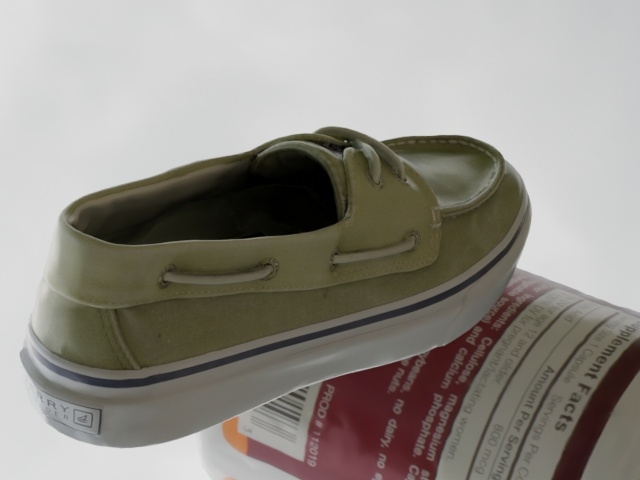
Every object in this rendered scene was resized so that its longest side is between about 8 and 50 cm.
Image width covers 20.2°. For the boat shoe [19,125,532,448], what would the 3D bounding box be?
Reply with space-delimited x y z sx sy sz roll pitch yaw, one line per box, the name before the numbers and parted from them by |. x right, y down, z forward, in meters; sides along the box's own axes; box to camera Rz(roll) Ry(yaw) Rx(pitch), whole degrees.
boat shoe | 0.000 0.000 0.795 0.302 0.109 0.094 -25 -43 -45

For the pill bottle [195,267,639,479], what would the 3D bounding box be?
pill bottle | 0.133 0.136 1.170 0.224 0.392 0.224 -38 -41 -43
